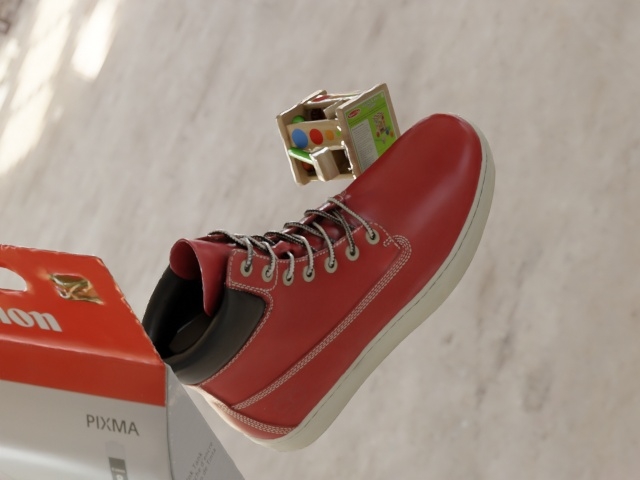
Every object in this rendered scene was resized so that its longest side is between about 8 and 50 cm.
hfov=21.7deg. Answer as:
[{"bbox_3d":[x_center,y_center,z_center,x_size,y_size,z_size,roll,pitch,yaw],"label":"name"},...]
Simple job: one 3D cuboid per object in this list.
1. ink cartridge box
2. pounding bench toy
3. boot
[{"bbox_3d":[-0.150,0.090,0.836,0.189,0.232,0.066,6,58,26],"label":"ink cartridge box"},{"bbox_3d":[0.002,-0.064,1.101,0.065,0.052,0.083,-2,22,40],"label":"pounding bench toy"},{"bbox_3d":[0.000,0.000,1.004,0.088,0.176,0.244,33,83,37],"label":"boot"}]
